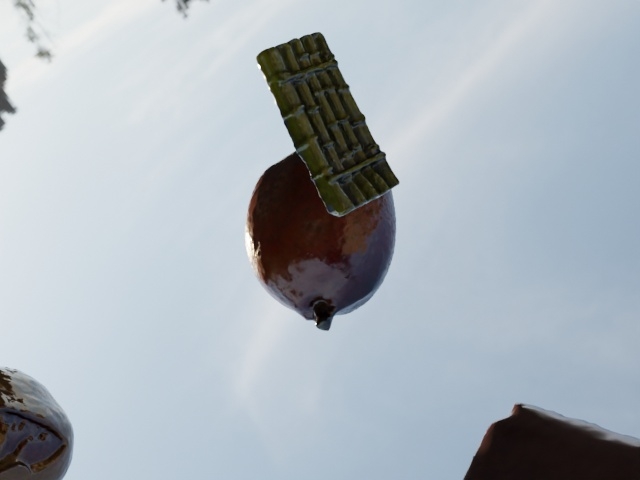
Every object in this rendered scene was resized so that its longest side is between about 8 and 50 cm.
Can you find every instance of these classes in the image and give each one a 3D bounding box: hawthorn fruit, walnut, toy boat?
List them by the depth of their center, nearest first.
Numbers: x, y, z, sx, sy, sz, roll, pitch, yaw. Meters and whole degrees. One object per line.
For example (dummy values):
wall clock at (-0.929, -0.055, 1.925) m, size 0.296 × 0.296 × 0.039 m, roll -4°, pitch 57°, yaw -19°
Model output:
toy boat at (0.005, -0.075, 0.611) m, size 0.063 × 0.115 × 0.016 m, roll -29°, pitch -177°, yaw -43°
hawthorn fruit at (0.000, 0.000, 0.962) m, size 0.169 × 0.169 × 0.188 m, roll -16°, pitch -133°, yaw 27°
walnut at (-0.441, 0.251, 1.165) m, size 0.203 × 0.298 × 0.203 m, roll -6°, pitch -101°, yaw 34°

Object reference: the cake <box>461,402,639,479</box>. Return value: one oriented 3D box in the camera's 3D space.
cake at (0.169, 0.273, 0.507) m, size 0.230 × 0.237 × 0.309 m, roll 15°, pitch -112°, yaw 48°
